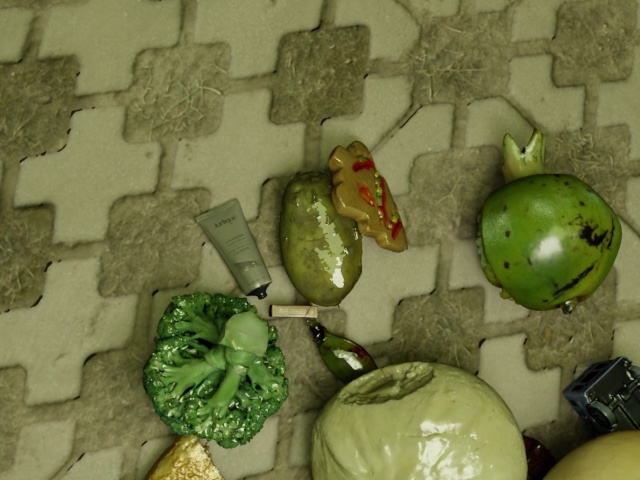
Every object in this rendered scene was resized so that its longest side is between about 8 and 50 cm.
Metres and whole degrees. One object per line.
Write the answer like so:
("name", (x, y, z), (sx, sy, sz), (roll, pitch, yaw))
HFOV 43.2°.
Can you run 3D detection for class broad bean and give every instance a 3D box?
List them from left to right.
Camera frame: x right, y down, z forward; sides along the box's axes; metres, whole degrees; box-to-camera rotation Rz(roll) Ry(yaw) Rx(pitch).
("broad bean", (0.087, 0.266, 1.445), (0.077, 0.061, 0.339), (-37, 89, 9))

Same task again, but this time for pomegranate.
("pomegranate", (0.397, -0.033, 1.448), (0.261, 0.260, 0.340), (-8, 82, -10))

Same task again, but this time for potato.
("potato", (0.000, 0.000, 1.433), (0.150, 0.113, 0.251), (-14, 90, 11))

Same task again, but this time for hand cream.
("hand cream", (-0.144, 0.022, 1.446), (0.087, 0.054, 0.186), (-27, 82, -16))

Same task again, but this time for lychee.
("lychee", (0.356, 0.415, 1.448), (0.129, 0.123, 0.123), (-39, 91, 16))

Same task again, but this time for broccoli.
("broccoli", (-0.165, 0.196, 1.316), (0.270, 0.270, 0.269), (12, 57, -19))

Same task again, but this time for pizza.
("pizza", (-0.195, 0.502, 1.372), (0.288, 0.075, 0.280), (36, 83, -6))

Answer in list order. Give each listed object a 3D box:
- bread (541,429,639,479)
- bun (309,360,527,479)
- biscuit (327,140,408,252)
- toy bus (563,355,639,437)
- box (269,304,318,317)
("bread", (0.501, 0.492, 1.319), (0.348, 0.253, 0.375), (3, 123, -4))
("bun", (0.157, 0.382, 1.321), (0.365, 0.202, 0.364), (3, 108, 9))
("biscuit", (0.093, -0.071, 1.444), (0.041, 0.212, 0.238), (-27, 115, 26))
("toy bus", (0.589, 0.362, 1.483), (0.125, 0.133, 0.292), (-38, 88, -16))
("box", (-0.049, 0.127, 1.445), (0.082, 0.051, 0.023), (3, 85, -9))
